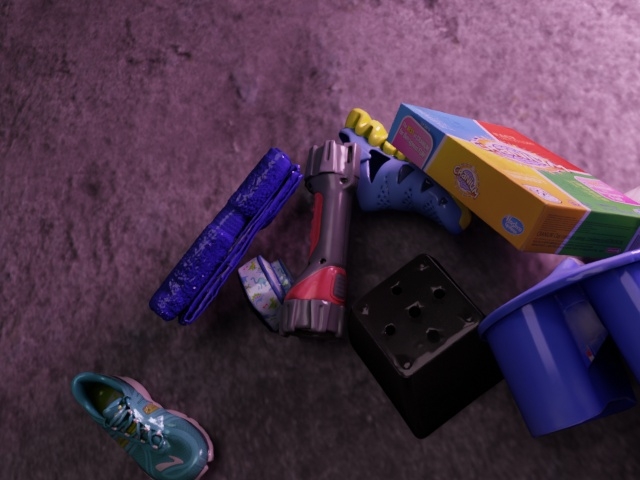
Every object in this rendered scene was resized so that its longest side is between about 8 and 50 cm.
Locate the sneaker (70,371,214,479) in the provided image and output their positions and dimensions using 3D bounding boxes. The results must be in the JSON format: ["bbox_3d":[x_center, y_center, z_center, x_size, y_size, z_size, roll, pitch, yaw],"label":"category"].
[{"bbox_3d":[-0.285,0.288,0.920,0.275,0.110,0.107,22,71,28],"label":"sneaker"}]

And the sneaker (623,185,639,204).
[{"bbox_3d":[0.516,0.008,0.808,0.121,0.099,0.262,-34,58,-7],"label":"sneaker"}]

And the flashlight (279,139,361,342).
[{"bbox_3d":[0.000,0.000,0.918,0.103,0.103,0.304,7,70,-7],"label":"flashlight"}]

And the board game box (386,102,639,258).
[{"bbox_3d":[0.271,-0.086,0.826,0.316,0.242,0.064,52,129,48],"label":"board game box"}]

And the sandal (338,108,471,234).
[{"bbox_3d":[0.117,-0.093,0.996,0.138,0.126,0.317,-45,49,-4],"label":"sandal"}]

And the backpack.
[{"bbox_3d":[-0.080,0.078,0.963,0.084,0.114,0.105,-32,56,0],"label":"backpack"}]

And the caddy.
[{"bbox_3d":[0.329,0.101,0.682,0.241,0.341,0.179,-31,64,27],"label":"caddy"}]

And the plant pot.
[{"bbox_3d":[0.144,0.131,0.824,0.187,0.167,0.188,-36,58,-2],"label":"plant pot"}]

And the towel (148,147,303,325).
[{"bbox_3d":[-0.140,0.000,0.965,0.076,0.227,0.308,38,87,-1],"label":"towel"}]
